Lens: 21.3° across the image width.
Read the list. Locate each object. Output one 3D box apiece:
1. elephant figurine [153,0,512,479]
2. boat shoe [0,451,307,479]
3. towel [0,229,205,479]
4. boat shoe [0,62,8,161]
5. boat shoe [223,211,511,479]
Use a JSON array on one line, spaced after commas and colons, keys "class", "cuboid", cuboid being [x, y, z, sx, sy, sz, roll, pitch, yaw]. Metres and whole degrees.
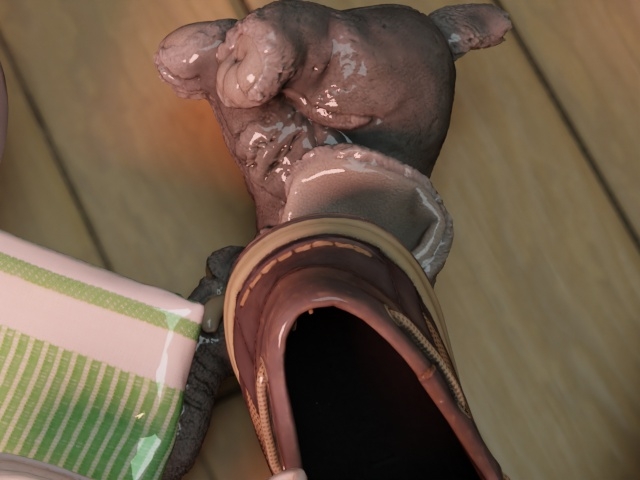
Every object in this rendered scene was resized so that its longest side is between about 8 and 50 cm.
[{"class": "elephant figurine", "cuboid": [0.000, 0.000, 0.919, 0.169, 0.186, 0.239, 1, 78, -53]}, {"class": "boat shoe", "cuboid": [-0.031, 0.176, 0.699, 0.367, 0.156, 0.136, 34, 48, 16]}, {"class": "towel", "cuboid": [-0.216, 0.144, 0.840, 0.248, 0.038, 0.324, 19, 78, 10]}, {"class": "boat shoe", "cuboid": [-0.234, -0.158, 0.879, 0.113, 0.105, 0.306, -9, 66, -5]}, {"class": "boat shoe", "cuboid": [0.047, 0.162, 0.813, 0.132, 0.130, 0.355, -27, 100, 8]}]
